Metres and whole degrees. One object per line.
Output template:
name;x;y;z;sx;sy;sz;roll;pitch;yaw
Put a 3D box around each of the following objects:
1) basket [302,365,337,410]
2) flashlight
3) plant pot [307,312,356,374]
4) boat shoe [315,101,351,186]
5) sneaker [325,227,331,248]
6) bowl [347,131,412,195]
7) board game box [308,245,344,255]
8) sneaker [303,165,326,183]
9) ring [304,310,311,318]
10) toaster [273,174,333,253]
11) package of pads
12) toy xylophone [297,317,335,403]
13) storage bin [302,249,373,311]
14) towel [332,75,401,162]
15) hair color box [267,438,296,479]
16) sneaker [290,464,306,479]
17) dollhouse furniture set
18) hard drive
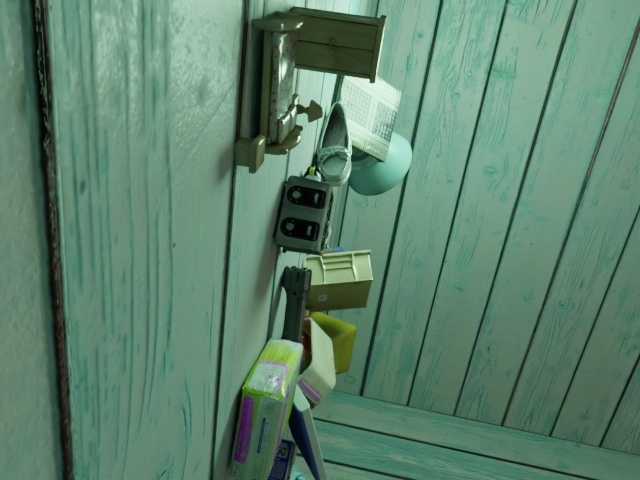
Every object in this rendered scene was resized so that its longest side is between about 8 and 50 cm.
basket;-0.092;0.495;1.745;0.213;0.223;0.299;-47;176;4
flashlight;-0.081;0.225;1.349;0.103;0.103;0.303;1;95;-67
plant pot;-0.002;0.443;1.997;0.187;0.212;0.212;-12;115;-57
boat shoe;0.045;-0.308;1.545;0.103;0.118;0.320;83;13;-53
sneaker;0.000;0.000;1.970;0.077;0.072;0.178;69;21;-57
bowl;0.208;-0.360;2.010;0.163;0.312;0.311;37;59;-48
board game box;0.021;0.082;1.881;0.201;0.136;0.035;86;-3;-67
sneaker;-0.005;-0.162;1.418;0.234;0.084;0.097;50;49;-83
ring;-0.058;0.387;2.225;0.336;0.032;0.336;11;90;-84
toaster;-0.037;-0.050;1.165;0.185;0.110;0.167;65;37;-81
package of pads;-0.124;0.388;1.161;0.296;0.101;0.229;-59;160;-77
toy xylophone;-0.039;0.353;1.561;0.081;0.236;0.322;-35;-166;13
storage bin;0.056;0.161;1.817;0.262;0.261;0.123;92;-7;-60
towel;0.164;-0.485;1.803;0.324;0.056;0.312;19;82;-41
hair color box;-0.164;0.804;1.515;0.185;0.110;0.338;87;16;-64
sneaker;-0.126;0.887;1.776;0.366;0.150;0.135;-86;-172;-85
dollhouse furniture set;0.003;-0.302;0.759;0.355;0.174;0.303;-72;170;-57
hard drive;-0.063;0.545;1.447;0.210;0.040;0.318;43;-31;54
